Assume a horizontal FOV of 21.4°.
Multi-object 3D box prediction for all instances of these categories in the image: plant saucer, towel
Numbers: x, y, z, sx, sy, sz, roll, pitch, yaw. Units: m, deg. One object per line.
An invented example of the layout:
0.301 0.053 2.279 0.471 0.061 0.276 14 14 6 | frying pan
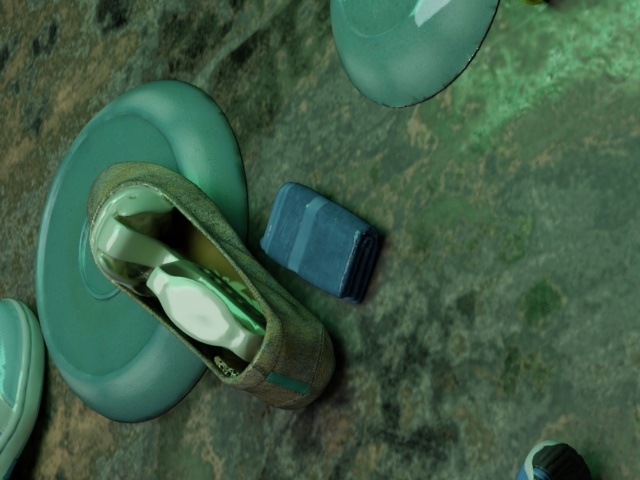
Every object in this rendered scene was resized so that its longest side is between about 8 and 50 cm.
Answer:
0.060 -0.201 1.293 0.195 0.037 0.195 -15 70 48 | plant saucer
0.000 0.000 1.327 0.119 0.029 0.067 32 107 50 | towel
-0.178 0.006 1.535 0.318 0.044 0.317 -16 69 49 | plant saucer

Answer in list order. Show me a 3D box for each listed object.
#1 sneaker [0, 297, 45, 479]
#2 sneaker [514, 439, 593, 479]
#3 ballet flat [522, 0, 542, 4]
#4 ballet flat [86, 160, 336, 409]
-0.393 0.175 1.593 0.127 0.208 0.319 -5 62 46 | sneaker
0.116 0.227 1.092 0.081 0.080 0.211 21 97 48 | sneaker
0.172 -0.242 1.114 0.077 0.077 0.231 60 146 21 | ballet flat
-0.113 0.020 1.354 0.316 0.106 0.107 36 104 35 | ballet flat
